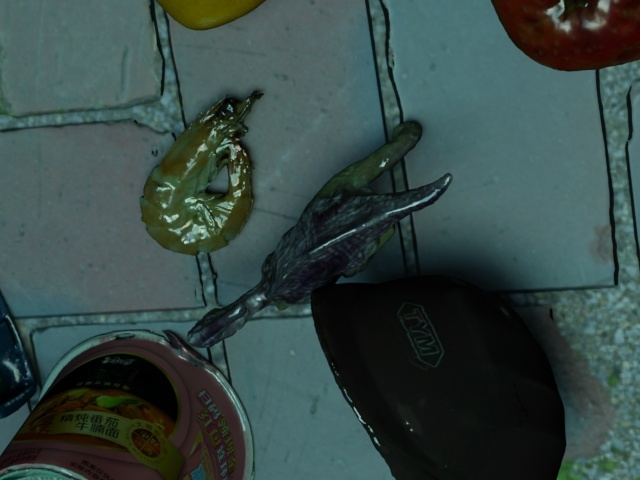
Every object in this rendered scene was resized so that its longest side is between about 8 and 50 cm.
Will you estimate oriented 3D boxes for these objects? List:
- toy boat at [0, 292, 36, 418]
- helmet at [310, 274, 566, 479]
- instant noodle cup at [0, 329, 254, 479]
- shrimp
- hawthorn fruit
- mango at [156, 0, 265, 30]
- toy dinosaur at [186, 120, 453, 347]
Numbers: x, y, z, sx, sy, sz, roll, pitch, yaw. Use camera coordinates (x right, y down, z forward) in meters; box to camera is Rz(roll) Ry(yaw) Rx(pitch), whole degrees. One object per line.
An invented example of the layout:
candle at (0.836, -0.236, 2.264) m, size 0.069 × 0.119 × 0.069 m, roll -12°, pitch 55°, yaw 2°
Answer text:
toy boat at (-0.371, 0.035, 1.816) m, size 0.061 × 0.096 × 0.299 m, roll -20°, pitch 100°, yaw 31°
helmet at (0.113, 0.134, 1.617) m, size 0.177 × 0.305 × 0.225 m, roll -21°, pitch 58°, yaw 1°
instant noodle cup at (-0.202, 0.233, 1.745) m, size 0.244 × 0.255 × 0.244 m, roll 4°, pitch 107°, yaw 14°
shrimp at (-0.099, -0.060, 1.727) m, size 0.099 × 0.041 × 0.180 m, roll 34°, pitch 114°, yaw 2°
hawthorn fruit at (0.209, -0.216, 1.495) m, size 0.179 × 0.200 × 0.179 m, roll 8°, pitch 115°, yaw 18°
mango at (-0.081, -0.286, 1.598) m, size 0.153 × 0.126 × 0.252 m, roll 14°, pitch 123°, yaw -10°
toy dinosaur at (0.004, 0.007, 1.652) m, size 0.077 × 0.162 × 0.294 m, roll 44°, pitch 114°, yaw -1°
